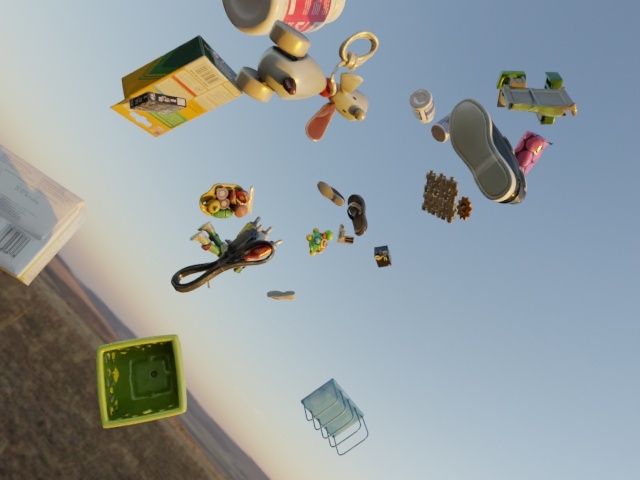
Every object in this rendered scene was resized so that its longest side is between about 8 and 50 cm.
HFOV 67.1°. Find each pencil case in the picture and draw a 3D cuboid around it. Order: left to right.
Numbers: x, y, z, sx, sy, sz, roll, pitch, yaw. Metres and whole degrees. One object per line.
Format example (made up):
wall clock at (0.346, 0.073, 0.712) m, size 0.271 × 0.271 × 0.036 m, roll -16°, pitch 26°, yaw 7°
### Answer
pencil case at (0.706, -0.271, 1.685) m, size 0.095 × 0.098 × 0.209 m, roll 43°, pitch -66°, yaw 33°

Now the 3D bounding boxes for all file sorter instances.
file sorter at (0.044, 0.514, 1.394) m, size 0.170 × 0.118 × 0.104 m, roll 53°, pitch 4°, yaw -19°

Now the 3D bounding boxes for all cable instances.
cable at (-0.222, 0.057, 1.202) m, size 0.139 × 0.287 × 0.072 m, roll 44°, pitch -14°, yaw 27°

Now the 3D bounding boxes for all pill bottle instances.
pill bottle at (-0.099, -0.785, 1.546) m, size 0.229 × 0.408 × 0.228 m, roll 17°, pitch -60°, yaw 31°
pill bottle at (0.311, -0.403, 1.462) m, size 0.067 × 0.067 × 0.120 m, roll 39°, pitch 3°, yaw 23°
pill bottle at (0.495, -0.439, 1.841) m, size 0.078 × 0.137 × 0.078 m, roll 46°, pitch -21°, yaw 23°

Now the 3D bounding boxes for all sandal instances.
sandal at (0.142, -0.114, 2.014) m, size 0.060 × 0.219 × 0.090 m, roll 21°, pitch -43°, yaw -30°

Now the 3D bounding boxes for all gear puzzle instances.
gear puzzle at (0.486, -0.161, 1.832) m, size 0.339 × 0.044 × 0.175 m, roll -133°, pitch -135°, yaw -67°

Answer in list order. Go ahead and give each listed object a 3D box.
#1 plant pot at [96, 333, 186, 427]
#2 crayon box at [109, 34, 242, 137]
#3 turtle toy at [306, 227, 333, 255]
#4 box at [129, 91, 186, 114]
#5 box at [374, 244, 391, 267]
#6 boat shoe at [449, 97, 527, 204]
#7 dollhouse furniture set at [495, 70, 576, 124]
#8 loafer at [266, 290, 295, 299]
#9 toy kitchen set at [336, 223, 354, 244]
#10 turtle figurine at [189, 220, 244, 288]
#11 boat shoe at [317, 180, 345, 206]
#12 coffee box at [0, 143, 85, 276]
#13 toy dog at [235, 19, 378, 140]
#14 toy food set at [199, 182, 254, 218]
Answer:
plant pot at (-0.513, 0.407, 1.432) m, size 0.207 × 0.229 × 0.226 m, roll 124°, pitch -42°, yaw -74°
crayon box at (-0.422, -0.440, 1.413) m, size 0.203 × 0.323 × 0.083 m, roll 34°, pitch 37°, yaw -65°
turtle toy at (0.000, 0.000, 1.921) m, size 0.066 × 0.130 × 0.095 m, roll 10°, pitch -52°, yaw 33°
box at (-0.311, -0.262, 0.927) m, size 0.067 × 0.083 × 0.018 m, roll -4°, pitch -89°, yaw 41°
box at (0.271, 0.070, 2.096) m, size 0.062 × 0.052 × 0.083 m, roll -9°, pitch -46°, yaw 16°
boat shoe at (0.401, -0.212, 1.166) m, size 0.114 × 0.091 × 0.302 m, roll -34°, pitch -125°, yaw 40°
dollhouse furniture set at (0.673, -0.421, 1.549) m, size 0.198 × 0.301 × 0.151 m, roll 4°, pitch -53°, yaw 9°
loafer at (-0.174, 0.248, 2.134) m, size 0.045 × 0.125 × 0.039 m, roll -97°, pitch -172°, yaw -57°
toy kitchen set at (0.116, -0.029, 2.086) m, size 0.075 × 0.068 × 0.083 m, roll 10°, pitch -17°, yaw -8°
turtle figurine at (-0.485, 0.066, 2.177) m, size 0.275 × 0.198 × 0.266 m, roll -4°, pitch -53°, yaw 55°
boat shoe at (0.042, -0.180, 1.819) m, size 0.125 × 0.038 × 0.046 m, roll 38°, pitch -62°, yaw 1°
coffee box at (-1.109, -0.078, 1.750) m, size 0.338 × 0.338 × 0.334 m, roll 38°, pitch -23°, yaw -14°
toy dog at (-0.004, -0.320, 1.021) m, size 0.160 × 0.334 × 0.220 m, roll 62°, pitch -35°, yaw 35°
toy food set at (-0.312, -0.130, 1.702) m, size 0.071 × 0.218 × 0.128 m, roll 40°, pitch -58°, yaw 41°
